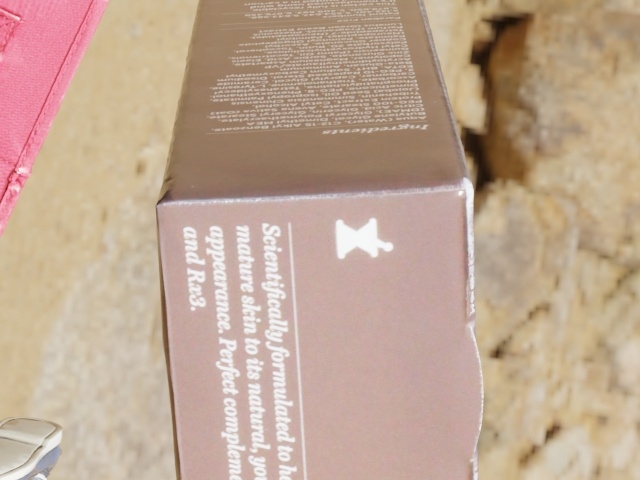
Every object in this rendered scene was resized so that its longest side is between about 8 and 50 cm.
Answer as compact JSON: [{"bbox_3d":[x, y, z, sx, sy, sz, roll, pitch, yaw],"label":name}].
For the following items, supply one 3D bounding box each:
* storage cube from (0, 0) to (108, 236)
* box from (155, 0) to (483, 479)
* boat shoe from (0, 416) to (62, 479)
[{"bbox_3d":[-0.212,-0.085,0.751,0.183,0.193,0.215,-64,-164,10],"label":"storage cube"},{"bbox_3d":[0.000,0.000,0.909,0.381,0.143,0.191,-96,-177,-69],"label":"box"},{"bbox_3d":[-0.264,0.196,1.427,0.206,0.075,0.065,-31,131,-75],"label":"boat shoe"}]
